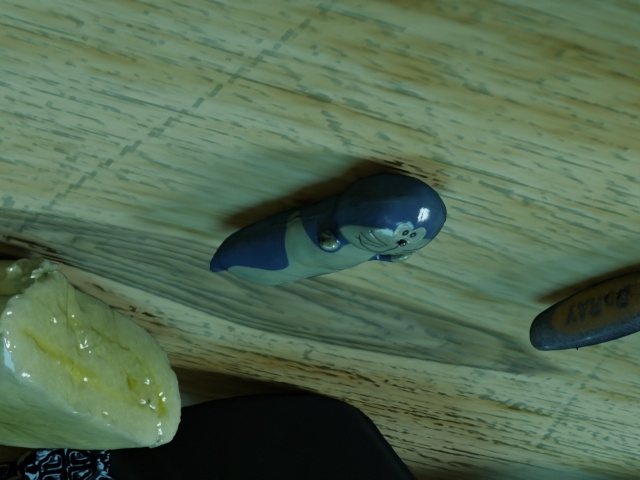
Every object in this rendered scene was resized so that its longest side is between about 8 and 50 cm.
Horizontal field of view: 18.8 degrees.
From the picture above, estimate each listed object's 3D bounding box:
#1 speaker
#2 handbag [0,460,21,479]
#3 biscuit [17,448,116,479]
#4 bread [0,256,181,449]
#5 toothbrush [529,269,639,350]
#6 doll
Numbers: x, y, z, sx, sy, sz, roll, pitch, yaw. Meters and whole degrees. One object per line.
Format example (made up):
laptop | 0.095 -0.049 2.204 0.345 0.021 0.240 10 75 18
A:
speaker | 0.049 0.206 1.031 0.184 0.180 0.388 -34 146 -9
handbag | -0.148 0.196 1.151 0.208 0.127 0.228 -21 144 41
biscuit | -0.130 0.112 1.010 0.089 0.027 0.087 -25 135 10
bread | -0.168 0.053 0.865 0.178 0.060 0.139 -3 156 29
toothbrush | 0.177 0.003 0.649 0.031 0.023 0.321 27 153 -25
doll | 0.000 0.000 0.703 0.037 0.027 0.125 12 161 -32
